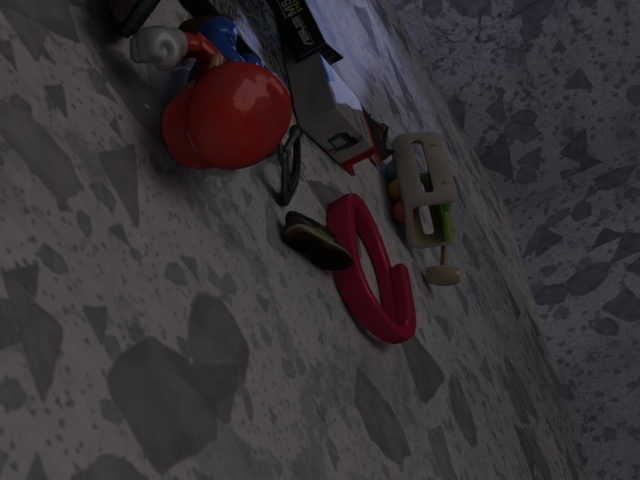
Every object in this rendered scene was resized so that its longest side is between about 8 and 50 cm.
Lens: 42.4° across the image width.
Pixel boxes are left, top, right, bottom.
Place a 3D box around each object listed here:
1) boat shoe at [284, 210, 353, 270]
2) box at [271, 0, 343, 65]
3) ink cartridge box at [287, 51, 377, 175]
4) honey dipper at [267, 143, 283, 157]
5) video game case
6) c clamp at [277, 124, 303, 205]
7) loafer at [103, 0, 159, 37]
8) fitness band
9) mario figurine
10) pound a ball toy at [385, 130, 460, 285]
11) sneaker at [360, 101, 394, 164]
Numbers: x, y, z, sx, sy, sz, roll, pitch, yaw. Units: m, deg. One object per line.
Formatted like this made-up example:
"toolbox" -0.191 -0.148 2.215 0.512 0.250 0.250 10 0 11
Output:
"boat shoe" 0.000 0.000 1.186 0.152 0.056 0.049 38 36 -53
"box" -0.042 -0.455 1.624 0.216 0.060 0.270 64 11 -3
"ink cartridge box" 0.031 -0.229 1.541 0.231 0.078 0.134 36 34 -57
"honey dipper" -0.110 -0.189 1.180 0.160 0.031 0.030 54 21 -24
"video game case" -0.140 -0.381 1.341 0.275 0.035 0.248 43 27 -48
"c clamp" -0.043 -0.124 1.204 0.160 0.022 0.137 -68 158 -71
"loafer" -0.222 -0.310 0.969 0.084 0.096 0.267 36 20 -18
"fitness band" 0.082 0.046 1.368 0.209 0.054 0.290 49 23 -33
"mario figurine" -0.141 -0.168 0.987 0.198 0.170 0.320 18 23 -15
"pound a ball toy" 0.222 -0.070 1.831 0.319 0.136 0.208 -93 177 -50
"sneaker" 0.119 -0.250 1.832 0.157 0.065 0.061 66 18 3
